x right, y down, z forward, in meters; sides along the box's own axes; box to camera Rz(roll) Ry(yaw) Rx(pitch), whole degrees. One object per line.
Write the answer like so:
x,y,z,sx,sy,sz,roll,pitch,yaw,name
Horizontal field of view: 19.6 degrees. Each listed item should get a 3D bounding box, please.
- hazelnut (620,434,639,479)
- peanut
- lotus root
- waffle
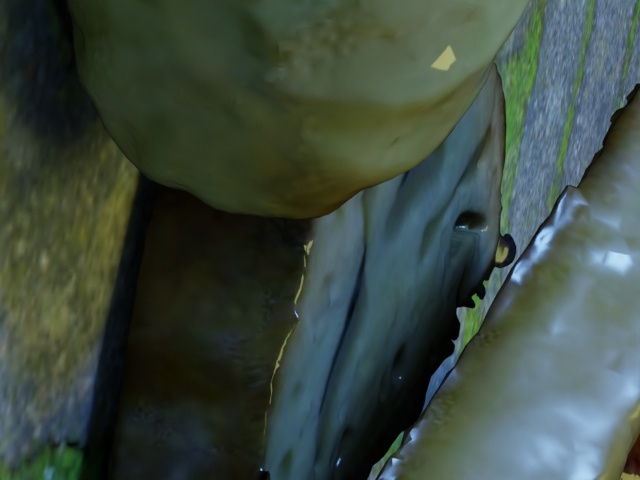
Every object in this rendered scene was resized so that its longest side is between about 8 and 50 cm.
0.107,0.143,0.970,0.143,0.143,0.154,-29,135,-67,hazelnut
0.010,-0.161,0.480,0.147,0.148,0.318,-4,106,-71,peanut
0.000,0.000,0.641,0.260,0.074,0.170,-45,141,-57,lotus root
0.029,0.144,0.641,0.348,0.077,0.304,-54,168,-39,waffle
